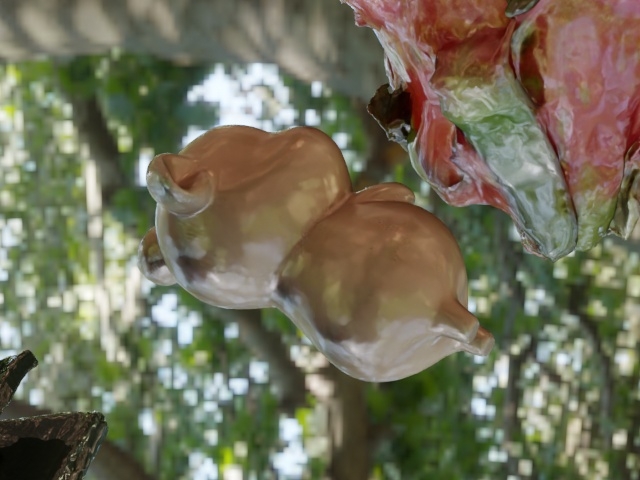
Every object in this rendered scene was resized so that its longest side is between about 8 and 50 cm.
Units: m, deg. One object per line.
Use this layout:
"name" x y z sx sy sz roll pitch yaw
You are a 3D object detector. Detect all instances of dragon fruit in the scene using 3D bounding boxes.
"dragon fruit" 0.116 -0.144 0.941 0.231 0.303 0.237 -22 -169 -26

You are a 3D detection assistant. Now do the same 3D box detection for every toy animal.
"toy animal" -0.003 0.004 0.674 0.150 0.083 0.089 22 -146 20

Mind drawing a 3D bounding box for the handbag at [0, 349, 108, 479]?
"handbag" -0.205 0.173 0.681 0.247 0.079 0.260 -32 -156 42
